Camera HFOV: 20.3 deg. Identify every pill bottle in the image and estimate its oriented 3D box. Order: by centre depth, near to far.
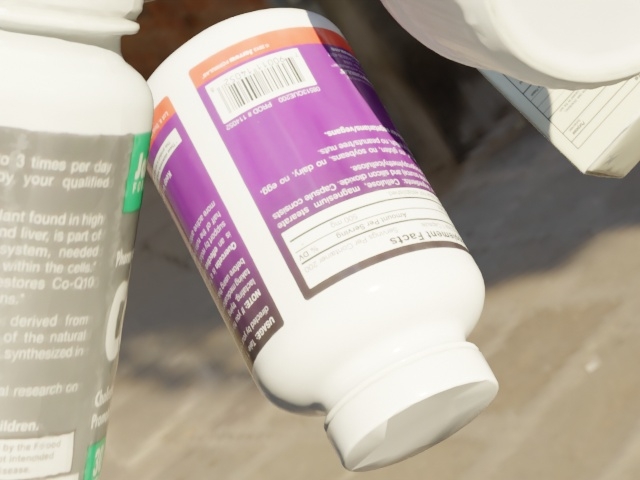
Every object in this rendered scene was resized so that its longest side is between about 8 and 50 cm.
[{"bbox_3d":[-0.209,-0.015,1.047,0.204,0.361,0.204,9,9,-2],"label":"pill bottle"},{"bbox_3d":[0.000,0.000,1.307,0.181,0.323,0.181,-24,-23,-11],"label":"pill bottle"}]

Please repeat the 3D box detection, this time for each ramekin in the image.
[{"bbox_3d":[0.166,-0.224,1.170,0.273,0.273,0.127,-36,35,-6],"label":"ramekin"}]

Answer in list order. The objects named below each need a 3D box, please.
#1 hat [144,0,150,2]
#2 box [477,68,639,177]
[{"bbox_3d":[-0.183,-0.302,1.720,0.331,0.134,0.331,-18,13,4],"label":"hat"},{"bbox_3d":[0.229,-0.187,1.630,0.148,0.232,0.127,-48,-19,17],"label":"box"}]
